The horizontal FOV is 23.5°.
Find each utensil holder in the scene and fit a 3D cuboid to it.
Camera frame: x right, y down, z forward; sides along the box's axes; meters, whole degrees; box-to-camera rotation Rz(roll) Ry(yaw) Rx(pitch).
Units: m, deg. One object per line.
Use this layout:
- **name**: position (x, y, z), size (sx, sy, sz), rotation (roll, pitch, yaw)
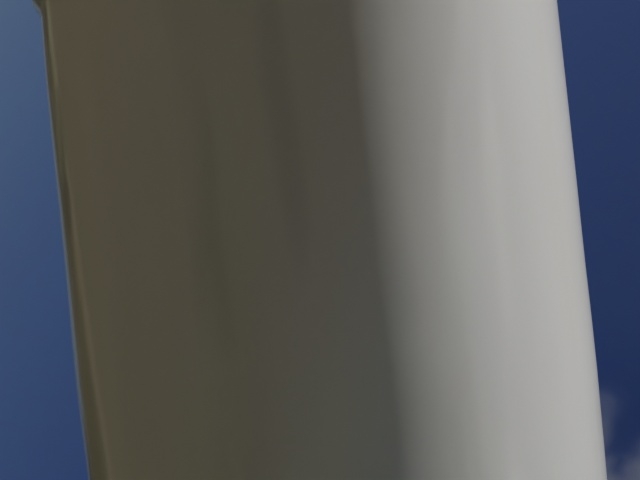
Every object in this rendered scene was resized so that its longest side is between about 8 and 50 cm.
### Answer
- **utensil holder**: position (0.000, 0.000, 0.927), size (0.327, 0.327, 0.386), rotation (-18, -105, 59)
